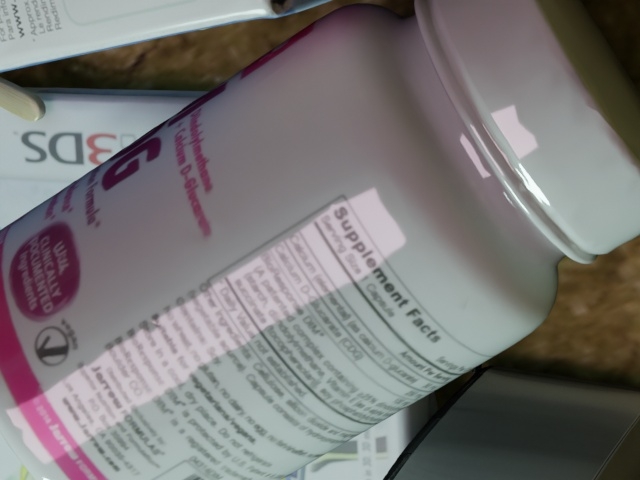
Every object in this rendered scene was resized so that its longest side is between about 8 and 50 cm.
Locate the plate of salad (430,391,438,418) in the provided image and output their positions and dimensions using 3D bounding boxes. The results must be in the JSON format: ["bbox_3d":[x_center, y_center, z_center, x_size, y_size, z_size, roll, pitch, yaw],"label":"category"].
[{"bbox_3d":[-0.023,0.087,1.032,0.200,0.048,0.200,7,106,27],"label":"plate of salad"}]

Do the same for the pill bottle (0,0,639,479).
[{"bbox_3d":[0.000,0.000,0.832,0.283,0.160,0.160,-32,97,17],"label":"pill bottle"}]

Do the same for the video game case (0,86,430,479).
[{"bbox_3d":[-0.081,0.085,1.014,0.300,0.036,0.329,4,104,30],"label":"video game case"}]

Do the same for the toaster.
[{"bbox_3d":[0.096,0.158,0.915,0.110,0.168,0.186,4,120,31],"label":"toaster"}]

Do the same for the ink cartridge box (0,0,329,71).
[{"bbox_3d":[-0.167,-0.208,0.852,0.395,0.151,0.270,-7,101,35],"label":"ink cartridge box"}]

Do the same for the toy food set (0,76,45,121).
[{"bbox_3d":[-0.153,-0.167,0.979,0.132,0.038,0.192,31,118,18],"label":"toy food set"}]
